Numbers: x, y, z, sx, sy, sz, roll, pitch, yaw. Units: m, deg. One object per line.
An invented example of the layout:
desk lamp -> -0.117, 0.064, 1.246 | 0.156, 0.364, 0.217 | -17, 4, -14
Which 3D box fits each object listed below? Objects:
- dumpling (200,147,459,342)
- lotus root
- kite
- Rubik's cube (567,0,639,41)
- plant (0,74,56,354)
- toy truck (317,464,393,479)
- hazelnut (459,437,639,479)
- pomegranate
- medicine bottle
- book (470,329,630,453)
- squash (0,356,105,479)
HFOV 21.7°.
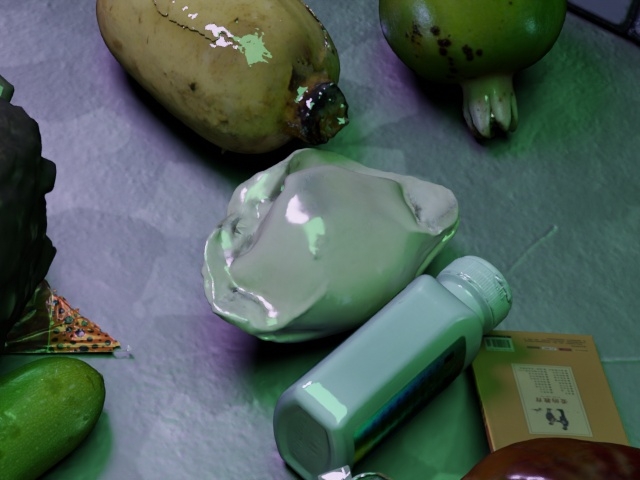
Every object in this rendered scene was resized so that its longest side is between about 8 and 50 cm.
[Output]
dumpling -> 0.000, 0.000, 1.428 | 0.250, 0.132, 0.162 | -28, 59, -28
lotus root -> -0.086, -0.177, 1.532 | 0.284, 0.146, 0.160 | 37, 78, 26
kite -> -0.281, 0.059, 1.423 | 0.222, 0.008, 0.125 | 41, 60, 18
Rubik's cube -> 0.337, -0.443, 1.658 | 0.344, 0.337, 0.344 | 28, 55, 11
plant -> -0.312, -0.036, 1.331 | 0.213, 0.215, 0.312 | 14, 44, 7
toy truck -> 0.016, 0.308, 1.230 | 0.157, 0.124, 0.272 | -17, 56, -1
hazelnut -> 0.203, 0.238, 1.244 | 0.230, 0.229, 0.229 | 4, 56, -6
pomegranate -> 0.149, -0.200, 1.579 | 0.180, 0.180, 0.209 | -12, 88, -16
medicine bottle -> 0.065, 0.100, 1.377 | 0.083, 0.121, 0.229 | 41, 60, 19
book -> 0.190, 0.132, 1.404 | 0.118, 0.012, 0.172 | 3, 34, -7
squash -> -0.249, 0.151, 1.319 | 0.095, 0.095, 0.188 | 38, 56, 17
